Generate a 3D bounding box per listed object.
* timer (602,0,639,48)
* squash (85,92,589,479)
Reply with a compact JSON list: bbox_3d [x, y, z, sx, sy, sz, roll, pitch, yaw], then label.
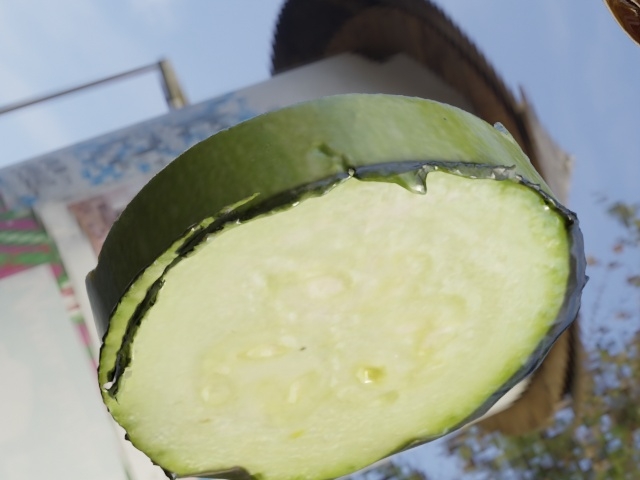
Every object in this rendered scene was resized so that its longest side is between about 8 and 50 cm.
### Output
[{"bbox_3d":[0.379,-0.276,1.502,0.229,0.215,0.229,49,-3,3],"label":"timer"},{"bbox_3d":[0.000,0.003,0.693,0.220,0.220,0.133,104,-28,-55],"label":"squash"}]
